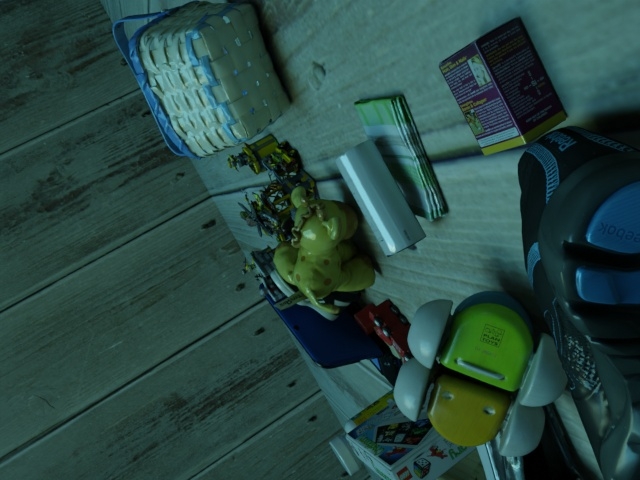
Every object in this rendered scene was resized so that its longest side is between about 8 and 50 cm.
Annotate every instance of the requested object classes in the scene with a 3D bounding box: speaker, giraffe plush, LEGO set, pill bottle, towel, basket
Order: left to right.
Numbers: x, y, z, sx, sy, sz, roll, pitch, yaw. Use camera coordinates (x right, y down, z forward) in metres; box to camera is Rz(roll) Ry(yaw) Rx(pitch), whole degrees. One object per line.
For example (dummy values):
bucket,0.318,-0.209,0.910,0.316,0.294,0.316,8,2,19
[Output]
basket,-0.208,-0.260,0.902,0.289,0.201,0.254,4,130,35
LEGO set,-0.113,-0.035,1.123,0.255,0.192,0.331,50,163,33
giraffe plush,0.000,0.000,0.902,0.181,0.210,0.170,19,122,21
pill bottle,0.130,0.441,1.238,0.117,0.208,0.117,54,165,21
speaker,0.071,-0.051,0.649,0.136,0.055,0.055,61,166,3
towel,0.090,-0.097,0.645,0.152,0.023,0.113,64,165,-19

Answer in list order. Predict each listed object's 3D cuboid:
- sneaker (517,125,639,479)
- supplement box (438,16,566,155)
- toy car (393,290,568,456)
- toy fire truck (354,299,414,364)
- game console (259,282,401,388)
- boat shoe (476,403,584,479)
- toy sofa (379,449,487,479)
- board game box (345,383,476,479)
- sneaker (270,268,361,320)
sneaker,0.231,0.071,0.383,0.139,0.125,0.340,-91,-23,-61
supplement box,0.136,-0.113,0.407,0.083,0.043,0.055,60,166,-8
toy car,0.178,0.135,0.600,0.159,0.136,0.182,18,121,18
toy fire truck,0.136,0.181,1.015,0.192,0.047,0.135,50,164,31
game console,0.025,0.214,1.206,0.293,0.173,0.250,46,161,45
boat shoe,0.281,0.314,0.664,0.105,0.113,0.306,163,91,-70
toy sofa,0.255,0.529,0.994,0.150,0.177,0.362,6,128,50
board game box,0.162,0.317,0.904,0.053,0.193,0.305,58,167,5
sneaker,0.004,0.071,1.048,0.217,0.121,0.079,36,-168,-50
